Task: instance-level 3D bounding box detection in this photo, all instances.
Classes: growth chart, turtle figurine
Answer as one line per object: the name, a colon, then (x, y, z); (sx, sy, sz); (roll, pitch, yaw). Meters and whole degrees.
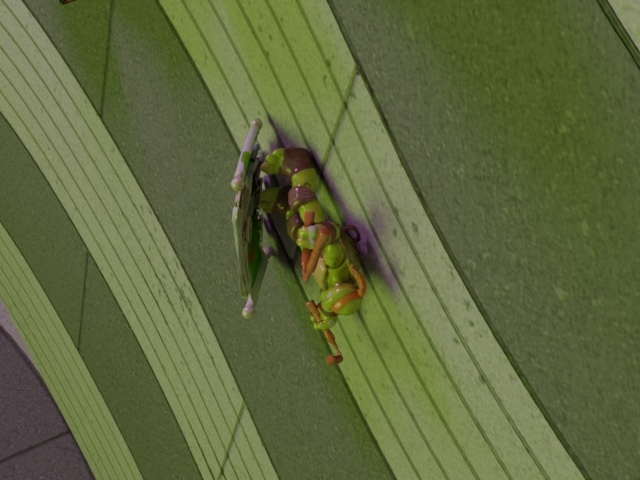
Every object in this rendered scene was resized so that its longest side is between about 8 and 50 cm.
growth chart: (-0.082, -0.028, 1.650); (0.172, 0.021, 0.237); (-79, -9, -49)
turtle figurine: (0.000, 0.000, 1.526); (0.269, 0.087, 0.217); (78, 168, -58)

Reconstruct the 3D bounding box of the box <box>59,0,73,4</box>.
box: (-0.389, -0.478, 1.969); (0.233, 0.044, 0.159); (63, 155, 10)
